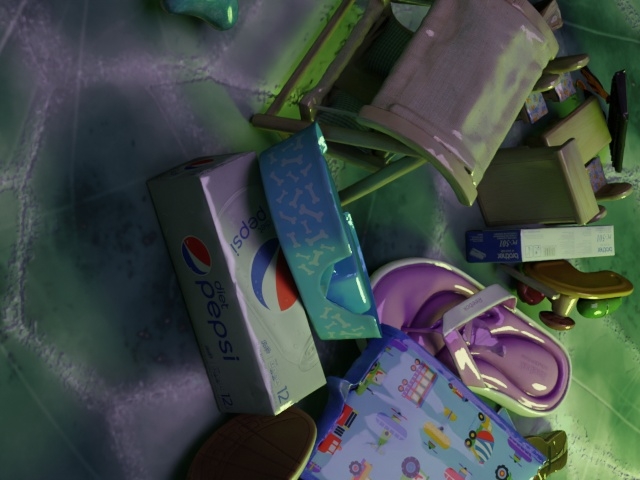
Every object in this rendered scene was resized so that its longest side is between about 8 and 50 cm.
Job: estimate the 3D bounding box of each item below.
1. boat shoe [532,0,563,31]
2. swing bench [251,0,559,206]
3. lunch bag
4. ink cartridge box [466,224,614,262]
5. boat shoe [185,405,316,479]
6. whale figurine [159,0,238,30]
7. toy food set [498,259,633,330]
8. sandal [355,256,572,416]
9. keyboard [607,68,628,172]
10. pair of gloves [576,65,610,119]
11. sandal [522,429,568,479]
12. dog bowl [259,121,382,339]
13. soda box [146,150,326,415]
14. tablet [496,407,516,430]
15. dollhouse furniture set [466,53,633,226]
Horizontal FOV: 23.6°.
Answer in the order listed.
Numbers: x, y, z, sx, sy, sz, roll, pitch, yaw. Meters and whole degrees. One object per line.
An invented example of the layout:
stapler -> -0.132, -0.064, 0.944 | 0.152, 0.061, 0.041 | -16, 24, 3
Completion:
boat shoe -> 0.293, -0.283, 2.129 | 0.048, 0.056, 0.153 | 59, 45, -19
swing bench -> 0.103, -0.181, 1.799 | 0.165, 0.254, 0.253 | 50, 56, -30
lunch bag -> 0.102, 0.261, 1.849 | 0.293, 0.138, 0.221 | 47, 67, -30
ink cartridge box -> 0.302, 0.004, 2.094 | 0.207, 0.097, 0.046 | -2, 90, -44
boat shoe -> -0.106, 0.305, 1.696 | 0.302, 0.109, 0.098 | -53, 159, -37
whale figurine -> -0.105, -0.374, 1.685 | 0.216, 0.141, 0.272 | 14, 79, -43
toy food set -> 0.338, 0.080, 2.125 | 0.218, 0.128, 0.071 | -2, 113, -44
sandal -> 0.211, 0.124, 1.996 | 0.416, 0.102, 0.169 | 20, 74, -41
keyboard -> 0.427, -0.181, 2.204 | 0.180, 0.023, 0.108 | 74, 16, -66
pair of gloves -> 0.390, -0.213, 2.195 | 0.010, 0.074, 0.083 | -30, 156, -8
sandal -> 0.290, 0.297, 2.110 | 0.180, 0.049, 0.072 | -5, 98, -59
dog bowl -> 0.000, 0.000, 1.734 | 0.297, 0.074, 0.166 | 70, 6, -48
soda box -> -0.092, 0.049, 1.711 | 0.091, 0.098, 0.286 | -28, 107, -41
tablet -> 0.238, 0.272, 2.083 | 0.083, 0.006, 0.054 | -44, 118, -35
dollhouse furniture set -> 0.341, -0.119, 2.092 | 0.242, 0.161, 0.212 | -37, 113, -39
